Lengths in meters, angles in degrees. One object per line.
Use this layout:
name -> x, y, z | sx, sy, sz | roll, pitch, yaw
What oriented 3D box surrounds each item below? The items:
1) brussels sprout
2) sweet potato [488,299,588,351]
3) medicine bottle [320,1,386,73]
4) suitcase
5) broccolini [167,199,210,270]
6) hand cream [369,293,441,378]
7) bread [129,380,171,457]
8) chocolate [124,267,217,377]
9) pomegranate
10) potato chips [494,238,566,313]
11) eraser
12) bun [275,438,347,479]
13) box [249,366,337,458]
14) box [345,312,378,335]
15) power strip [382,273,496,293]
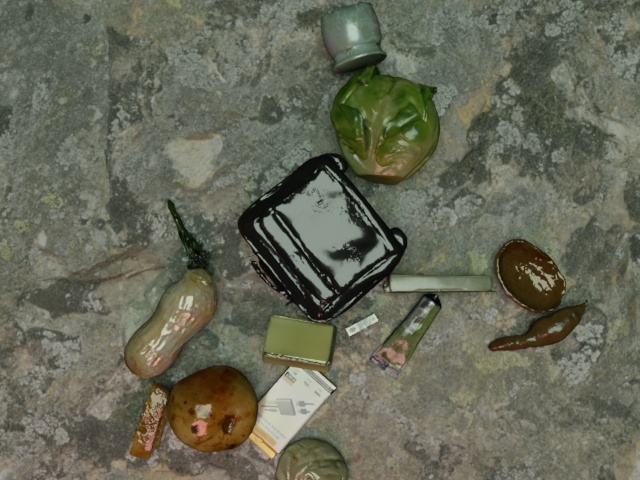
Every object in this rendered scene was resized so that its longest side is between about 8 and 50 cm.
brussels sprout -> 0.160, -0.284, 1.808 | 0.259, 0.227, 0.294 | 4, 94, 15
sweet potato -> 0.552, 0.232, 1.849 | 0.269, 0.075, 0.075 | -26, 87, 8
medicine bottle -> 0.082, -0.501, 1.856 | 0.147, 0.147, 0.143 | -15, 90, -1
suitcase -> 0.000, 0.000, 1.820 | 0.339, 0.188, 0.345 | -39, 89, 3
broccolini -> -0.332, -0.020, 1.875 | 0.058, 0.074, 0.201 | -10, 72, -37
hand cream -> 0.224, 0.230, 1.865 | 0.086, 0.055, 0.235 | 35, 95, 4
bread -> -0.412, 0.438, 1.820 | 0.065, 0.103, 0.187 | 16, 85, 1
chocolate -> -0.361, 0.207, 1.821 | 0.134, 0.134, 0.309 | 36, 87, 2
pomegranate -> -0.260, 0.398, 1.776 | 0.215, 0.215, 0.215 | 0, 86, 0
potato chips -> 0.524, 0.094, 1.868 | 0.201, 0.049, 0.150 | 36, 84, 3
eraser -> -0.051, 0.257, 1.834 | 0.172, 0.058, 0.117 | 9, 56, 0
bun -> -0.020, 0.576, 1.812 | 0.183, 0.102, 0.183 | 0, 85, -3
box -> -0.084, 0.418, 1.855 | 0.129, 0.033, 0.247 | 41, 87, 3
box -> 0.103, 0.211, 1.858 | 0.083, 0.054, 0.024 | -28, 83, -2
power strip -> 0.297, 0.109, 1.852 | 0.285, 0.080, 0.048 | 1, 85, -1
